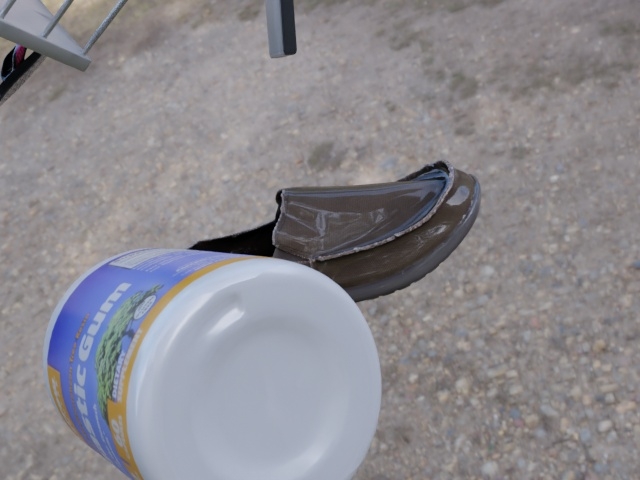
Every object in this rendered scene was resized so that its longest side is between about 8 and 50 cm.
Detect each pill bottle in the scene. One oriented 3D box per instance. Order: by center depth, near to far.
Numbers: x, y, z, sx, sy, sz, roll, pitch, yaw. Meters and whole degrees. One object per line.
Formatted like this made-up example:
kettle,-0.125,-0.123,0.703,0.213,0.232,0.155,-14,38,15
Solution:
pill bottle,-0.094,0.082,0.570,0.152,0.152,0.272,-46,23,-23

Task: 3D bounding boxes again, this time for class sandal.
sandal,-0.379,-0.224,1.082,0.067,0.040,0.179,-39,20,45

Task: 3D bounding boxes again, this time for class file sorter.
file sorter,-0.353,-0.345,0.942,0.173,0.277,0.193,-49,65,13

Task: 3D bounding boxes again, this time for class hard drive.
hard drive,-0.059,-0.320,1.277,0.022,0.094,0.135,-6,11,-10

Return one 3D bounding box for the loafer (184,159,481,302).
loafer,0.000,0.000,0.954,0.366,0.130,0.134,-26,27,10
